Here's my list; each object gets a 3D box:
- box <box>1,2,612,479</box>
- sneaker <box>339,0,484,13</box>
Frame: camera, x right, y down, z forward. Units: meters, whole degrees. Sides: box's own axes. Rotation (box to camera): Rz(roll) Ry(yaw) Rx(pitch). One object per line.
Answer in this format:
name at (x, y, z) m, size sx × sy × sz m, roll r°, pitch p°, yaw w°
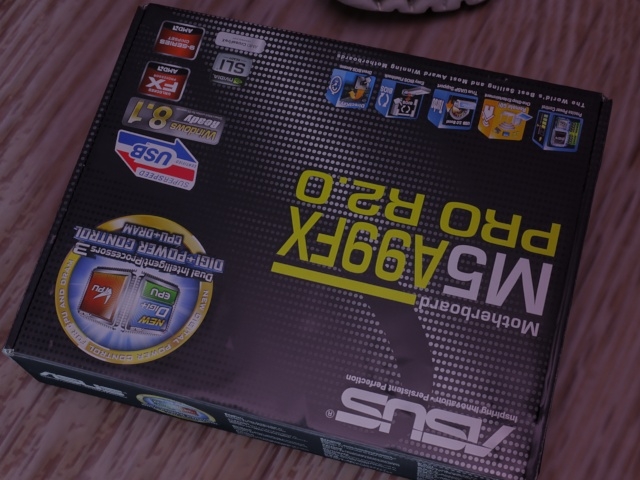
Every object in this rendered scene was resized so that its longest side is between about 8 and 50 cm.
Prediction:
box at (0.000, 0.000, 0.591) m, size 0.270 × 0.060 × 0.216 m, roll 13°, pitch 68°, yaw 10°
sneaker at (0.127, -0.224, 0.647) m, size 0.292 × 0.118 × 0.110 m, roll -21°, pitch 69°, yaw -3°
